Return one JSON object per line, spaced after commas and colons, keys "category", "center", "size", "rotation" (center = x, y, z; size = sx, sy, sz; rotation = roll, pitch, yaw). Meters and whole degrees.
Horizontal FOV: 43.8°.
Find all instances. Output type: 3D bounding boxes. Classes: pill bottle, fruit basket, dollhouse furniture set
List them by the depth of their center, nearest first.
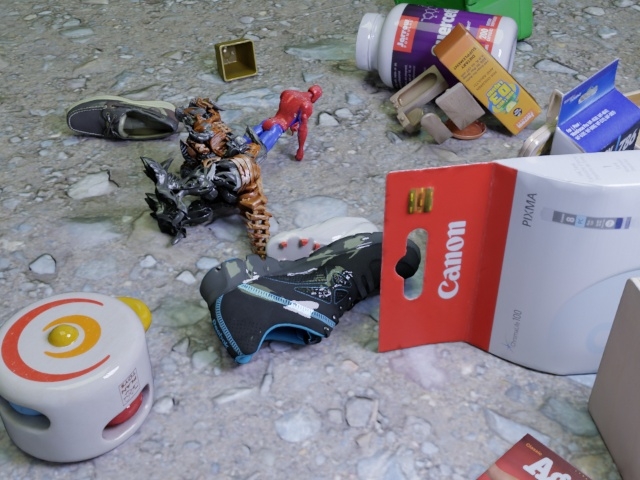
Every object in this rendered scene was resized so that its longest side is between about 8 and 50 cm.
{"category": "dollhouse furniture set", "center": [0.204, -0.283, 1.547], "size": [0.144, 0.123, 0.151], "rotation": [-35, 58, 17]}
{"category": "pill bottle", "center": [0.246, -0.403, 1.699], "size": [0.322, 0.182, 0.181], "rotation": [12, 39, 15]}
{"category": "fruit basket", "center": [0.398, -0.682, 1.970], "size": [0.392, 0.283, 0.392], "rotation": [-8, 46, 9]}

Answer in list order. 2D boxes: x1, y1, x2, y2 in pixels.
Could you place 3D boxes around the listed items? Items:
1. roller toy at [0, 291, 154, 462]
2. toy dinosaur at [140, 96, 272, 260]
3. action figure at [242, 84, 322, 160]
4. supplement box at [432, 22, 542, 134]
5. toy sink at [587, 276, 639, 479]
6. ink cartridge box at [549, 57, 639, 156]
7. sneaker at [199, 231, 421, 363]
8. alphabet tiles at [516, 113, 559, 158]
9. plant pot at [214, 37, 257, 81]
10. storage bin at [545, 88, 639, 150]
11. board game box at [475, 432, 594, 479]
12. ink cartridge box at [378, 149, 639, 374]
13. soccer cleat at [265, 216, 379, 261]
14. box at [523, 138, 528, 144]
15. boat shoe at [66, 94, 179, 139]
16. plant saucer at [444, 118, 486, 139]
{"category": "roller toy", "center": [-0.308, 0.163, 0.999], "size": [0.209, 0.146, 0.191], "rotation": [-10, 39, -14]}
{"category": "toy dinosaur", "center": [-0.173, -0.103, 1.319], "size": [0.218, 0.164, 0.322], "rotation": [-22, 46, -20]}
{"category": "action figure", "center": [-0.091, -0.179, 1.501], "size": [0.280, 0.139, 0.091], "rotation": [-44, 55, -15]}
{"category": "supplement box", "center": [0.327, -0.312, 1.552], "size": [0.233, 0.078, 0.080], "rotation": [37, 20, -24]}
{"category": "toy sink", "center": [0.422, 0.168, 0.923], "size": [0.131, 0.234, 0.153], "rotation": [-5, 37, -6]}
{"category": "ink cartridge box", "center": [0.386, -0.082, 1.164], "size": [0.065, 0.333, 0.165], "rotation": [30, 48, 33]}
{"category": "sneaker", "center": [0.002, 0.083, 1.156], "size": [0.340, 0.125, 0.140], "rotation": [-13, 67, -21]}
{"category": "alphabet tiles", "center": [0.299, -0.070, 1.193], "size": [0.021, 0.284, 0.278], "rotation": [40, 52, 21]}
{"category": "plant pot", "center": [-0.199, -0.414, 1.799], "size": [0.081, 0.081, 0.083], "rotation": [-18, 29, -22]}
{"category": "storage bin", "center": [0.605, -0.211, 1.501], "size": [0.262, 0.123, 0.260], "rotation": [-15, 41, -18]}
{"category": "board game box", "center": [0.298, 0.339, 0.872], "size": [0.145, 0.027, 0.281], "rotation": [-29, 46, -33]}
{"category": "ink cartridge box", "center": [0.274, 0.043, 1.022], "size": [0.384, 0.308, 0.091], "rotation": [-5, 37, -6]}
{"category": "soccer cleat", "center": [0.000, 0.000, 1.280], "size": [0.196, 0.068, 0.076], "rotation": [-8, 33, -21]}
{"category": "box", "center": [0.417, -0.123, 1.383], "size": [0.137, 0.126, 0.072], "rotation": [-22, 42, -25]}
{"category": "boat shoe", "center": [-0.389, -0.236, 1.566], "size": [0.223, 0.080, 0.073], "rotation": [-1, 33, -8]}
{"category": "plant saucer", "center": [0.292, -0.226, 1.607], "size": [0.083, 0.013, 0.083], "rotation": [0, 39, 0]}
